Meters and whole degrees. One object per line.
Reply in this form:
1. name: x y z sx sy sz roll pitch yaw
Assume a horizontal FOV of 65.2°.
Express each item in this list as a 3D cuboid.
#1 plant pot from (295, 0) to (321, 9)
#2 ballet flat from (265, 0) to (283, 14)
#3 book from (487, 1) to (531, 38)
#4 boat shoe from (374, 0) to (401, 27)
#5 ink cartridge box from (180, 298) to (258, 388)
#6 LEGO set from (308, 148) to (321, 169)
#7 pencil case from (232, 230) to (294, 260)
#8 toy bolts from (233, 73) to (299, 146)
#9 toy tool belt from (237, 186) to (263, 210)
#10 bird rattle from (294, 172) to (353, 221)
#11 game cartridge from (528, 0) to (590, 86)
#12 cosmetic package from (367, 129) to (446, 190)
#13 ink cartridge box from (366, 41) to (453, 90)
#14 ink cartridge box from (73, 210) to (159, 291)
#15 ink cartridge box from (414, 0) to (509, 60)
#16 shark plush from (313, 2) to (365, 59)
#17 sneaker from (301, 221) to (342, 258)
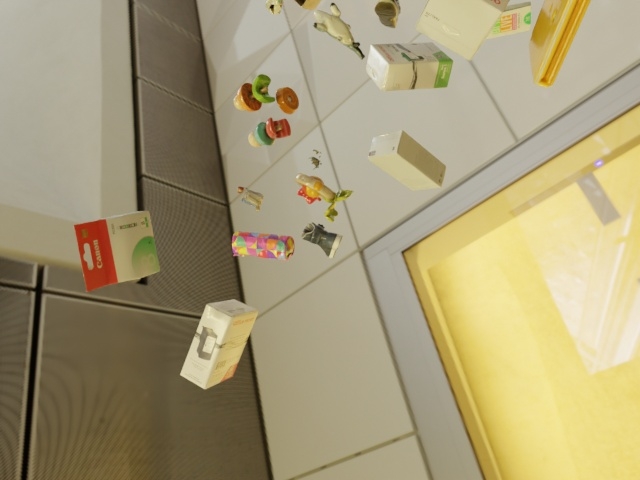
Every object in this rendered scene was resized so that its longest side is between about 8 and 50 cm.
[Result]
1. plant pot: -0.045 -0.914 1.835 0.109 0.109 0.096 50 -158 17
2. ballet flat: -0.152 -0.777 1.658 0.168 0.057 0.052 -130 31 -78
3. book: 0.631 -0.741 1.690 0.096 0.144 0.035 61 -152 -51
4. boat shoe: 0.237 -0.805 1.726 0.080 0.073 0.223 18 -173 10
5. ink cartridge box: -0.305 0.309 1.533 0.100 0.237 0.172 24 -174 18
6. LEGO set: -0.014 -0.294 1.804 0.054 0.083 0.023 36 -134 -2
7. pencil case: -0.217 0.021 1.883 0.104 0.237 0.104 5 -90 -70
8. toy bolts: -0.195 -0.448 1.805 0.218 0.159 0.228 -3 -99 -50
9. toy tool belt: -0.211 -0.121 1.470 0.083 0.051 0.052 21 -161 3
10. bird rattle: -0.010 -0.197 1.867 0.253 0.143 0.207 40 -178 38
11. game cartridge: 0.608 -0.583 1.264 0.053 0.285 0.323 16 -138 8
12. cosmetic package: 0.265 -0.236 1.514 0.231 0.117 0.085 29 -111 -39
13. ink cartridge box: 0.273 -0.545 1.563 0.220 0.092 0.160 -8 -137 -16
14. ink cartridge box: -0.541 0.023 1.351 0.225 0.056 0.180 -28 -67 -66
15. ink cartridge box: 0.440 -0.715 1.448 0.198 0.197 0.270 30 -112 0
16. shark plush: 0.052 -0.515 1.232 0.161 0.073 0.067 29 -177 -10
17. sneaker: 0.001 -0.002 2.109 0.164 0.226 0.086 20 -109 2
